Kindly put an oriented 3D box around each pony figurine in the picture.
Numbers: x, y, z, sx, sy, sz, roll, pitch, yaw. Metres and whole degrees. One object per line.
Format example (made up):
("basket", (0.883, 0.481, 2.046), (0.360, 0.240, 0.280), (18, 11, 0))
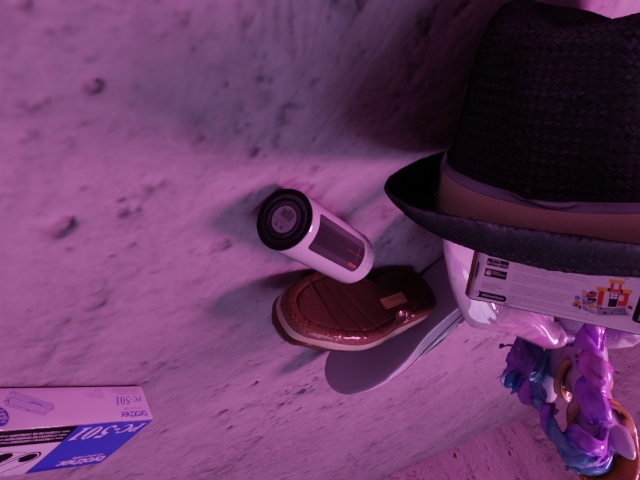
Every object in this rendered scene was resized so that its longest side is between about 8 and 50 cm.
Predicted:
("pony figurine", (0.311, 0.077, 0.701), (0.303, 0.350, 0.363), (-3, -166, 16))

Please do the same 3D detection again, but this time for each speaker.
("speaker", (0.000, 0.000, 0.541), (0.055, 0.055, 0.136), (-38, 151, 12))

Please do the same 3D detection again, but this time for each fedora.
("fedora", (0.205, -0.096, 0.432), (0.334, 0.334, 0.152), (-13, 114, -31))

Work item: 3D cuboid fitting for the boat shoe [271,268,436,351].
("boat shoe", (0.034, 0.094, 0.687), (0.258, 0.095, 0.095), (2, 143, -47))

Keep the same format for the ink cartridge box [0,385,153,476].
("ink cartridge box", (-0.277, 0.186, 0.576), (0.097, 0.046, 0.207), (-41, 151, 19))

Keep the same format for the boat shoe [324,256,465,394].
("boat shoe", (0.124, 0.123, 0.826), (0.267, 0.096, 0.088), (-46, 145, 9))

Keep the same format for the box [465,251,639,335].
("box", (0.251, 0.021, 0.549), (0.036, 0.207, 0.113), (-5, 107, -82))
